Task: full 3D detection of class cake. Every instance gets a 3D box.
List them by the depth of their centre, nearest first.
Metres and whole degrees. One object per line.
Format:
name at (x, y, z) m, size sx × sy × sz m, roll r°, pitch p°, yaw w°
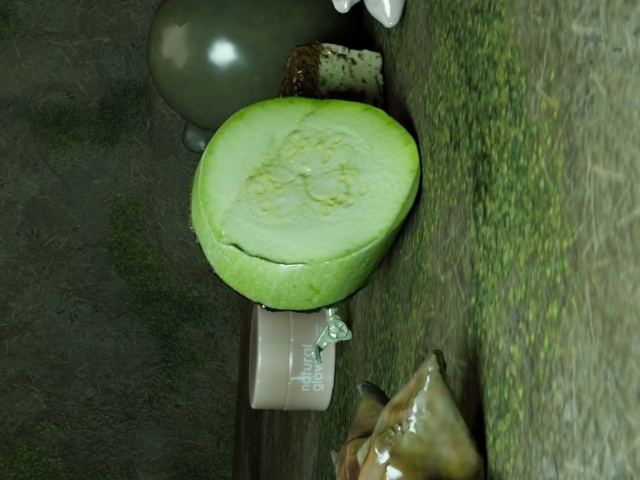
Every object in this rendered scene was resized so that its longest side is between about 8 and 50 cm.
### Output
cake at (0.017, -0.108, 1.191) m, size 0.246 × 0.112 × 0.135 m, roll -97°, pitch 15°, yaw -51°

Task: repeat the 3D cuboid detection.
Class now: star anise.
star anise at (0.056, 0.248, 0.800) m, size 0.292 × 0.108 × 0.350 m, roll -123°, pitch 35°, yaw -85°

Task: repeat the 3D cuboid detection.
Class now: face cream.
face cream at (-0.041, 0.158, 1.536) m, size 0.149 × 0.104 × 0.149 m, roll -177°, pitch 90°, yaw -83°

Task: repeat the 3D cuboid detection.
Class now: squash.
squash at (-0.023, -0.048, 1.072) m, size 0.133 × 0.220 × 0.220 m, roll 103°, pitch 168°, yaw -68°

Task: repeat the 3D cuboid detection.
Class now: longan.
longan at (-0.080, -0.236, 1.393) m, size 0.243 × 0.300 × 0.300 m, roll 31°, pitch 129°, yaw 33°

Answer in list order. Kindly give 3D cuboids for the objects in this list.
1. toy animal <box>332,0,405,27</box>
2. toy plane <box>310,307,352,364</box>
toy animal at (0.043, -0.321, 1.151) m, size 0.124 × 0.124 × 0.213 m, roll 102°, pitch 147°, yaw -51°
toy plane at (0.000, 0.000, 1.344) m, size 0.092 × 0.108 × 0.287 m, roll -155°, pitch 55°, yaw -82°
